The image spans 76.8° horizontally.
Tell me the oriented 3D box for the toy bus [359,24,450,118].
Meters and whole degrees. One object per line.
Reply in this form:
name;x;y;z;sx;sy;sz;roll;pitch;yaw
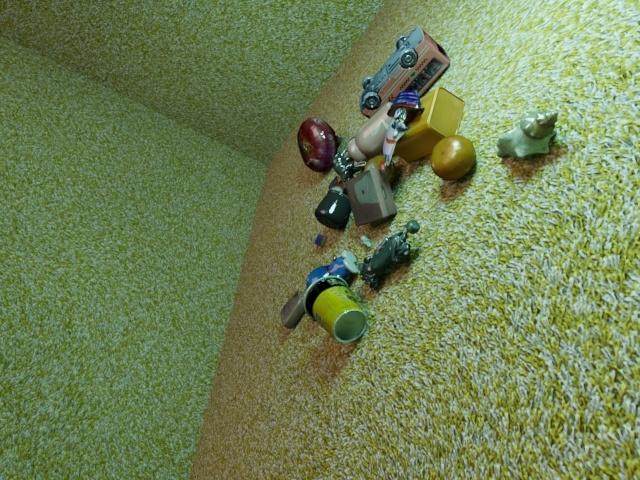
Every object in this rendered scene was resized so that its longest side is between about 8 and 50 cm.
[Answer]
toy bus;0.375;-0.746;1.881;0.427;0.233;0.202;-45;30;38

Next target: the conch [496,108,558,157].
conch;0.564;-0.276;1.114;0.234;0.138;0.114;-53;50;50

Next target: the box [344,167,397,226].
box;0.214;-0.182;1.732;0.215;0.086;0.214;-18;87;63

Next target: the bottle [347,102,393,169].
bottle;0.262;-0.468;1.871;0.297;0.173;0.206;-36;50;32

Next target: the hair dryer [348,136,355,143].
hair dryer;0.235;-0.434;2.038;0.069;0.129;0.255;-54;35;25

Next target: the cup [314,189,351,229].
cup;0.055;-0.161;2.073;0.223;0.169;0.176;12;73;53

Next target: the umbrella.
umbrella;0.260;0.050;1.503;0.348;0.094;0.143;-55;43;40

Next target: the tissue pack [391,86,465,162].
tissue pack;0.412;-0.459;1.616;0.275;0.146;0.194;-14;54;62

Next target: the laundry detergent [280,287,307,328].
laundry detergent;-0.128;0.329;2.128;0.236;0.076;0.171;-59;23;17

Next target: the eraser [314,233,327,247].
eraser;0.000;0.000;2.237;0.063;0.027;0.085;-67;23;1

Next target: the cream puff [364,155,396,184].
cream puff;0.274;-0.301;1.795;0.150;0.115;0.165;-56;40;45

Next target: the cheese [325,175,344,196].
cheese;0.075;-0.256;2.265;0.189;0.074;0.285;-48;27;34

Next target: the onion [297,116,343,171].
onion;0.010;-0.616;2.585;0.347;0.286;0.347;49;150;43

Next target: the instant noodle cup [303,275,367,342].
instant noodle cup;0.065;0.281;1.599;0.215;0.216;0.236;-62;29;10

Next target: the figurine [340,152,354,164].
figurine;0.148;-0.430;2.228;0.125;0.125;0.138;-62;35;9

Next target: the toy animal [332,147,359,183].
toy animal;0.155;-0.358;2.104;0.137;0.082;0.269;-29;73;3

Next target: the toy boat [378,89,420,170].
toy boat;0.299;-0.447;1.613;0.219;0.072;0.318;-107;36;-55

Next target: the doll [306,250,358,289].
doll;0.057;0.163;1.811;0.257;0.161;0.215;-37;19;22

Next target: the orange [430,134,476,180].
orange;0.451;-0.278;1.369;0.156;0.124;0.155;-19;67;52

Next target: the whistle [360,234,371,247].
whistle;0.200;0.004;1.769;0.035;0.035;0.100;-59;25;17
